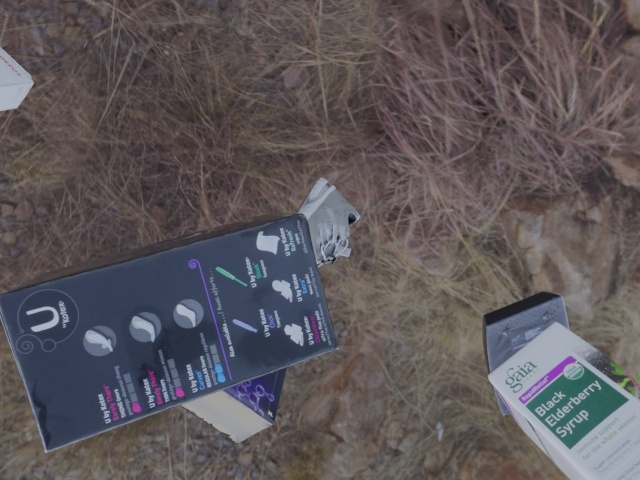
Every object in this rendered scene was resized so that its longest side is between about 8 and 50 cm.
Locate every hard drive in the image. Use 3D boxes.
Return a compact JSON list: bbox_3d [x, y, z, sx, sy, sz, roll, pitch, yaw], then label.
[{"bbox_3d":[0.407,0.223,1.011,0.171,0.054,0.255,-22,119,-2],"label":"hard drive"}]

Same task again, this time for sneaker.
[{"bbox_3d":[0.000,0.000,0.836,0.115,0.281,0.105,31,134,-5],"label":"sneaker"}]

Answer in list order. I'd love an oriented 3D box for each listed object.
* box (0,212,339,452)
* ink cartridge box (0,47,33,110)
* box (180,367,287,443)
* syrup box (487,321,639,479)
[{"bbox_3d":[-0.143,0.071,0.519,0.270,0.165,0.144,-16,97,-17],"label":"box"},{"bbox_3d":[-0.406,-0.187,0.568,0.088,0.122,0.052,46,116,-7],"label":"ink cartridge box"},{"bbox_3d":[-0.149,0.176,0.877,0.103,0.261,0.184,-34,115,28],"label":"box"},{"bbox_3d":[0.262,0.182,0.437,0.093,0.237,0.096,-38,119,-1],"label":"syrup box"}]
